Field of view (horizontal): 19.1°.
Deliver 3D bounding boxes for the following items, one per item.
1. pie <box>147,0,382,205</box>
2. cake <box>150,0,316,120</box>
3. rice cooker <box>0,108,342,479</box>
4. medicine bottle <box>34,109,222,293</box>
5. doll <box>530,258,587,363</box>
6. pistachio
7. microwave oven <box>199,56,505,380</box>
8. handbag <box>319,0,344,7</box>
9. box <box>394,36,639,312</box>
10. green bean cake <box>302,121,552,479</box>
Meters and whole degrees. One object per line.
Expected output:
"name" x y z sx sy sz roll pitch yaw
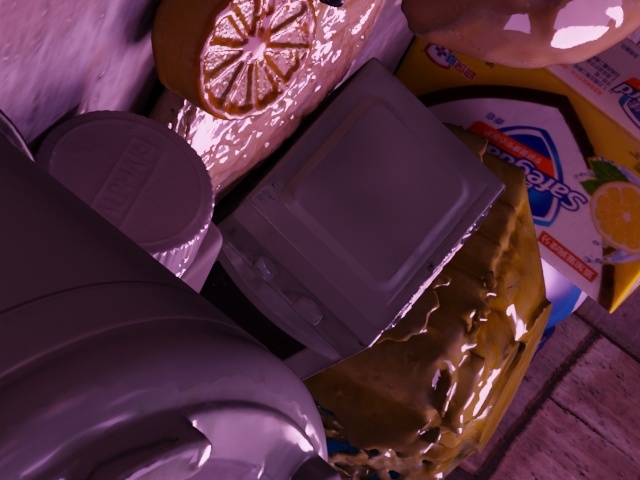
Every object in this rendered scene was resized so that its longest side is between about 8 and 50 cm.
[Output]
"pie" -0.031 -0.096 1.041 0.218 0.052 0.185 -46 172 -20
"cake" -0.043 -0.100 0.916 0.084 0.044 0.084 -29 138 -30
"rice cooker" -0.141 0.079 0.587 0.241 0.227 0.280 -35 146 -28
"medicine bottle" -0.118 0.027 0.949 0.132 0.088 0.188 -45 169 -41
"doll" 0.186 -0.023 1.940 0.310 0.240 0.284 -66 148 -65
"pistachio" 0.161 -0.207 1.261 0.181 0.162 0.293 -24 -165 44
"microwave oven" 0.000 0.000 1.201 0.162 0.122 0.208 -48 -174 -23
"handbag" 0.016 -0.193 0.887 0.115 0.072 0.139 -62 180 41
"box" 0.191 -0.091 1.538 0.097 0.265 0.168 -42 168 -44
"green bean cake" 0.061 0.092 1.488 0.285 0.202 0.310 -65 173 -47
